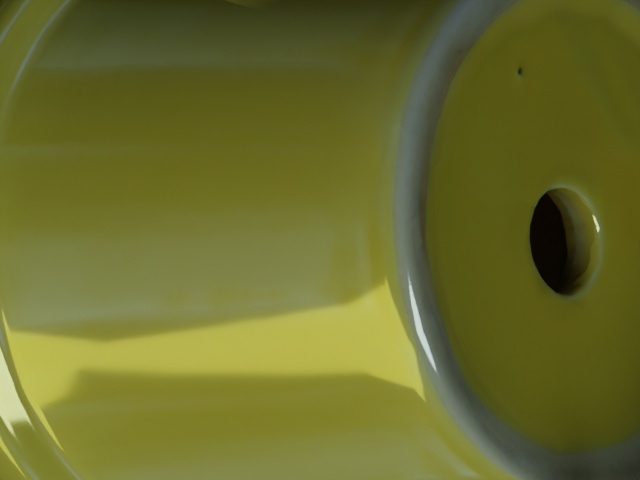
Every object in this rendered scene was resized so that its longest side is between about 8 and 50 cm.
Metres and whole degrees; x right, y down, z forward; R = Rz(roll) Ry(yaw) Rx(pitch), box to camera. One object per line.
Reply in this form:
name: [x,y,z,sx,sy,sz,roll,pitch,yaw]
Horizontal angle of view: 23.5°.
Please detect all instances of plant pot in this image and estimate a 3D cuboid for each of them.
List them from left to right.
plant pot: [0.000,0.000,0.536,0.239,0.254,0.254,-2,129,48]
